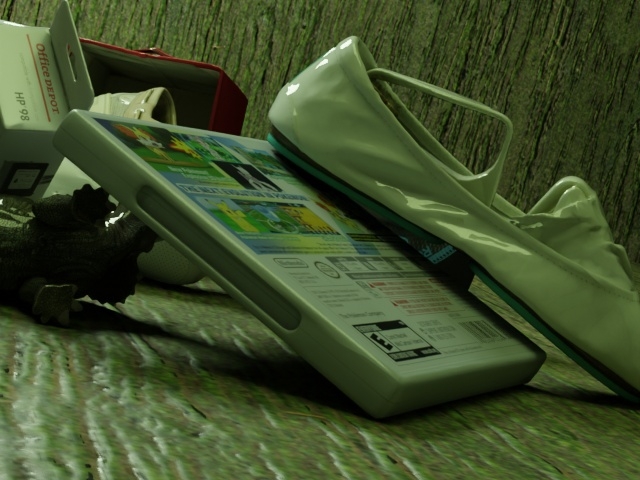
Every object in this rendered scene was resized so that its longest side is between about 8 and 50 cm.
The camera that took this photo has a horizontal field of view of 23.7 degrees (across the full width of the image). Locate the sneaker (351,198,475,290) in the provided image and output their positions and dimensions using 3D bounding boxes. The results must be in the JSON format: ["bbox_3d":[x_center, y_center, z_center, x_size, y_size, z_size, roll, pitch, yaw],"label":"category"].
[{"bbox_3d":[0.000,0.000,1.435,0.341,0.140,0.125,7,16,-16],"label":"sneaker"}]

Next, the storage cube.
[{"bbox_3d":[-0.203,-0.108,1.767,0.183,0.215,0.193,12,-2,7],"label":"storage cube"}]

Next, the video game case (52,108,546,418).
[{"bbox_3d":[-0.001,0.013,1.119,0.300,0.036,0.329,39,14,20],"label":"video game case"}]

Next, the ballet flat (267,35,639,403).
[{"bbox_3d":[0.142,-0.026,1.239,0.400,0.139,0.139,36,6,4],"label":"ballet flat"}]

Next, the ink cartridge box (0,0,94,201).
[{"bbox_3d":[-0.239,-0.093,1.167,0.060,0.104,0.180,0,-34,-32],"label":"ink cartridge box"}]

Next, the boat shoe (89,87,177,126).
[{"bbox_3d":[-0.175,-0.078,1.535,0.098,0.109,0.302,-18,28,-1],"label":"boat shoe"}]

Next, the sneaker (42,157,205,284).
[{"bbox_3d":[-0.241,-0.021,1.316,0.292,0.108,0.169,31,36,3],"label":"sneaker"}]

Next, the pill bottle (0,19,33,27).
[{"bbox_3d":[-0.359,-0.148,1.801,0.119,0.208,0.119,12,4,-1],"label":"pill bottle"}]

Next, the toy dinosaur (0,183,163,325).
[{"bbox_3d":[-0.237,-0.002,1.083,0.313,0.121,0.160,6,-6,-18],"label":"toy dinosaur"}]
